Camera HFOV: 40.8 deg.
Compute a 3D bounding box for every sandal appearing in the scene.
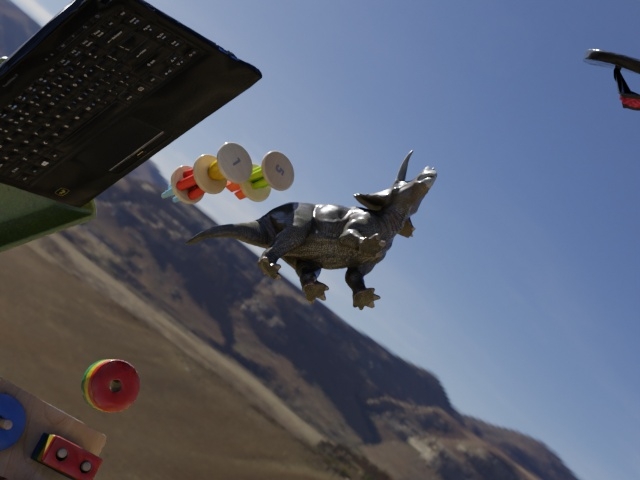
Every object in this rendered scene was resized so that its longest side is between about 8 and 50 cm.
[{"bbox_3d":[0.284,-0.113,0.694,0.067,0.040,0.179,-3,30,-48],"label":"sandal"}]

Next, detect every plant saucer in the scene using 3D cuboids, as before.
[{"bbox_3d":[-0.333,-0.089,0.886,0.045,0.188,0.188,-7,12,31],"label":"plant saucer"}]

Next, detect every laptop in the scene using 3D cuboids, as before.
[{"bbox_3d":[-0.197,-0.062,0.625,0.264,0.234,0.136,22,46,-52],"label":"laptop"}]

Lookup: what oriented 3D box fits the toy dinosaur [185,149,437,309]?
[{"bbox_3d":[0.000,0.000,1.055,0.160,0.313,0.121,-94,173,-60],"label":"toy dinosaur"}]

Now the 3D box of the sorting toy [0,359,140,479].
[{"bbox_3d":[-0.252,0.197,0.680,0.132,0.274,0.046,39,-27,-28],"label":"sorting toy"}]

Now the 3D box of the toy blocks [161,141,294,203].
[{"bbox_3d":[-0.126,-0.075,1.114,0.123,0.054,0.148,7,-18,-42],"label":"toy blocks"}]
